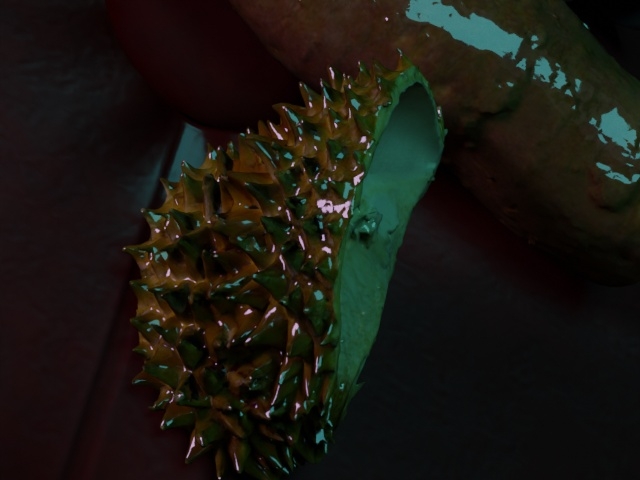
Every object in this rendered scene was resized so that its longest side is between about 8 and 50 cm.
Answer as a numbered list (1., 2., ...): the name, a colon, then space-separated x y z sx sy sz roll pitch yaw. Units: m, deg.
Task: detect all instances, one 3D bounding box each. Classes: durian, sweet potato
1. durian: 0.000 0.000 0.896 0.139 0.144 0.252 37 49 -30
2. sweet potato: 0.070 -0.111 1.044 0.337 0.131 0.131 35 44 -11

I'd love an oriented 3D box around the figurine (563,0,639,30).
1. figurine: 0.136 -0.225 1.172 0.236 0.133 0.176 6 45 -35
